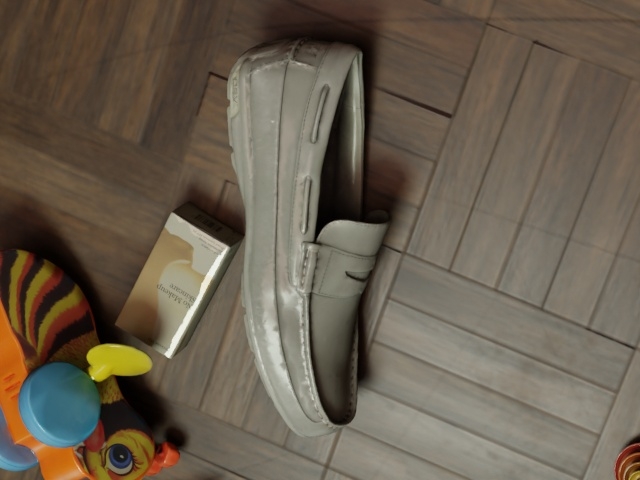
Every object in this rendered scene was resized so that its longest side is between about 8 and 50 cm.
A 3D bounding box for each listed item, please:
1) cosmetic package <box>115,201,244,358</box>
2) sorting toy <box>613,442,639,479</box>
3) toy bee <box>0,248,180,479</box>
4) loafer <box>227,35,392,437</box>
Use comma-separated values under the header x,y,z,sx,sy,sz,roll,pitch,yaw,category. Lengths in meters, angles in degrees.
x,y,z,sx,sy,sz,roll,pitch,yaw,category
-0.117,0.033,1.610,0.060,0.041,0.115,30,110,7,cosmetic package
0.279,0.176,1.527,0.102,0.042,0.061,-36,91,21,sorting toy
-0.206,0.156,1.629,0.195,0.162,0.298,2,92,48,toy bee
0.000,0.000,1.531,0.111,0.112,0.319,-2,102,26,loafer
